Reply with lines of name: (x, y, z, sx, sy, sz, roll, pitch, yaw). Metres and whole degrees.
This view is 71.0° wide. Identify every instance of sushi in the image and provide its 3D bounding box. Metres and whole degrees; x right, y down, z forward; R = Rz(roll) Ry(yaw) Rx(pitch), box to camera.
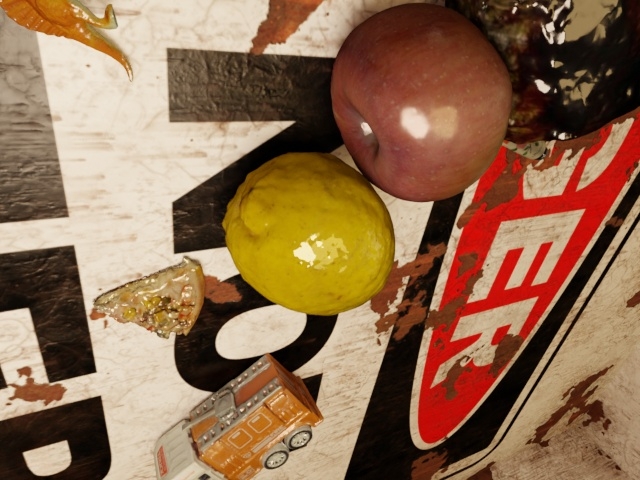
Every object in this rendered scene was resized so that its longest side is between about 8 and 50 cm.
sushi: (0.374, -0.335, 0.725, 0.281, 0.299, 0.294, -43, 134, -18)

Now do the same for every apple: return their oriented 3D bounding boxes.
apple: (0.158, -0.206, 0.698, 0.234, 0.306, 0.306, -30, 134, -7)

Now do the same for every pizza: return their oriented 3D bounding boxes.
pizza: (-0.309, 0.116, 0.823, 0.195, 0.052, 0.185, -1, 120, -30)

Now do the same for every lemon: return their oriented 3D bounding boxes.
lemon: (-0.003, -0.003, 0.766, 0.316, 0.285, 0.286, 32, 104, -18)

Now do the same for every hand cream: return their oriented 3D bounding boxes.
hand cream: (0.437, -0.240, 1.012, 0.233, 0.050, 0.080, 18, 117, -32)

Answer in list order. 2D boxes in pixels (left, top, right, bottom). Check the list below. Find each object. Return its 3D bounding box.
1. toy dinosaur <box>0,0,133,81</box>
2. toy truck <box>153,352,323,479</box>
toy dinosaur: (-0.314, -0.277, 0.520, 0.142, 0.057, 0.212, -10, 127, -10)
toy truck: (-0.208, 0.458, 1.063, 0.387, 0.173, 0.207, -38, 128, -5)
